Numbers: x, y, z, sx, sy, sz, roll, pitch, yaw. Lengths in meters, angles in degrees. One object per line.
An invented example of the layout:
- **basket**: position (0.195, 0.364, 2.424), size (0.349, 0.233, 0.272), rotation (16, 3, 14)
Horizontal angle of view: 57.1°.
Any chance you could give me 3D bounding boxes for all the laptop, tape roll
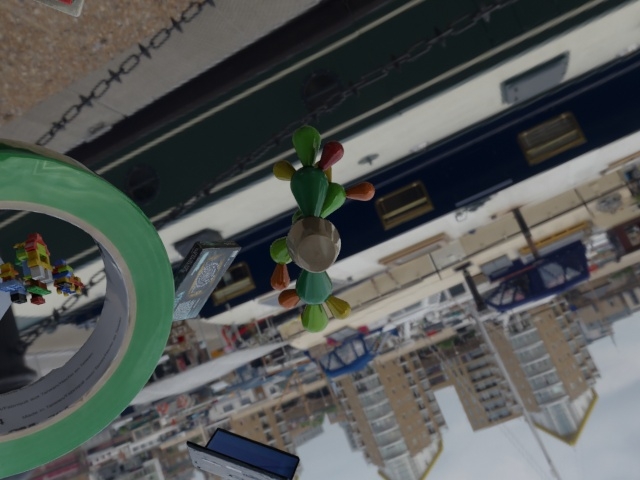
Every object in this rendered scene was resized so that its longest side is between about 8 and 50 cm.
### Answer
- **laptop**: position (-0.169, 0.494, 1.373), size (0.235, 0.136, 0.264), rotation (17, 144, 7)
- **tape roll**: position (-0.303, 0.068, 0.552), size (0.321, 0.321, 0.077), rotation (-13, -154, -34)

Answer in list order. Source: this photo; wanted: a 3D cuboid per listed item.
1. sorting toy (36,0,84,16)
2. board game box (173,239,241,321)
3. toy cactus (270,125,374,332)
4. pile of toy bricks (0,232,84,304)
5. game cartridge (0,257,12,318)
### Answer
- **sorting toy**: position (-0.622, -0.655, 1.265), size (0.256, 0.089, 0.257), rotation (17, 110, -21)
- **board game box**: position (-0.242, 0.080, 1.139), size (0.186, 0.026, 0.126), rotation (-55, 159, 15)
- **toy cactus**: position (0.000, 0.000, 0.581), size (0.112, 0.218, 0.180), rotation (8, -170, -5)
- **pile of toy bricks**: position (-0.515, 0.044, 1.061), size (0.118, 0.105, 0.212), rotation (-15, 167, -5)
- **game cartridge**: position (-0.659, 0.058, 1.031), size (0.062, 0.198, 0.297), rotation (4, 134, 13)
